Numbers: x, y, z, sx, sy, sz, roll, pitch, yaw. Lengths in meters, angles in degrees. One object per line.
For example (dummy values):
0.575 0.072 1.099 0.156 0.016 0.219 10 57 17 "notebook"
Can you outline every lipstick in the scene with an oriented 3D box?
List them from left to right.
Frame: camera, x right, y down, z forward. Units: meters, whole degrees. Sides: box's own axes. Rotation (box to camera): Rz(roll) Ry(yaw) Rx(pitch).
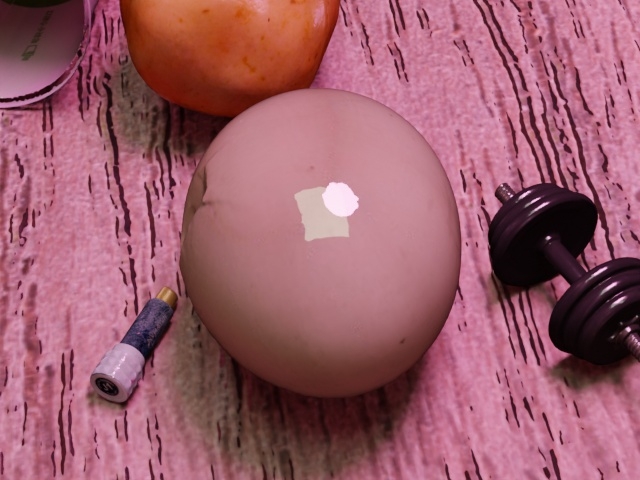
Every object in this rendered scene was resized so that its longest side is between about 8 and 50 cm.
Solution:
-0.146 0.079 1.156 0.037 0.037 0.116 15 49 18 "lipstick"

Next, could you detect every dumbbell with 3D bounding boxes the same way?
0.200 0.024 1.121 0.099 0.099 0.208 -24 51 -14 "dumbbell"

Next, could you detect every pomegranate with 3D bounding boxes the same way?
-0.082 -0.205 1.284 0.209 0.209 0.209 -3 49 4 "pomegranate"

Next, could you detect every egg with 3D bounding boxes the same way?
0.000 0.000 1.086 0.219 0.219 0.269 -4 35 3 "egg"

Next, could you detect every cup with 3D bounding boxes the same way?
-0.304 -0.305 1.381 0.253 0.253 0.274 5 42 11 "cup"
